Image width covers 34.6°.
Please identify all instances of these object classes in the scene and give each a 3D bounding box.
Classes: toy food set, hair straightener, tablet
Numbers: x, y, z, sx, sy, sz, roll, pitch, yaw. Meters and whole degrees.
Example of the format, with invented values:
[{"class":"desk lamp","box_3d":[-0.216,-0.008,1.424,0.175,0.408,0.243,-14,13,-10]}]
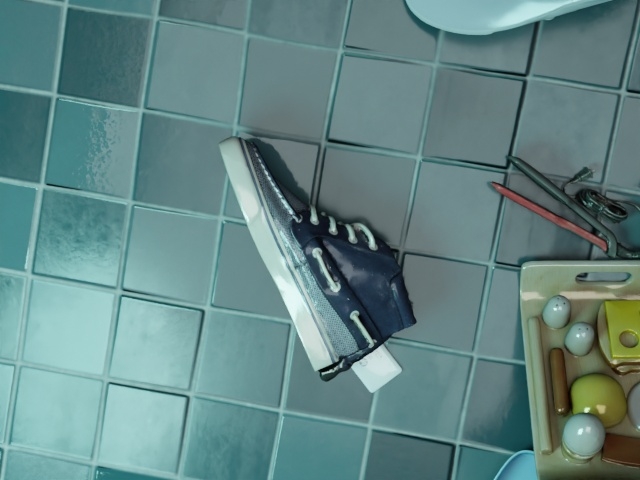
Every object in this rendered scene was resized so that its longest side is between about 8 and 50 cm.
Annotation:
[{"class":"toy food set","box_3d":[0.371,0.163,1.270,0.219,0.092,0.306,-1,60,4]},{"class":"hair straightener","box_3d":[0.341,-0.050,1.335,0.230,0.047,0.089,30,97,0]},{"class":"tablet","box_3d":[0.065,0.160,1.394,0.054,0.006,0.083,-37,92,7]}]

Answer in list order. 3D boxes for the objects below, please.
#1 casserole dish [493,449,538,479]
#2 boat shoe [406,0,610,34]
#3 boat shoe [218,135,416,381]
[{"class":"casserole dish","box_3d":[0.271,0.365,1.386,0.114,0.037,0.188,30,97,0]},{"class":"boat shoe","box_3d":[0.290,-0.345,1.272,0.367,0.156,0.136,-7,101,33]},{"class":"boat shoe","box_3d":[0.000,0.000,1.337,0.158,0.127,0.341,-25,99,-3]}]
